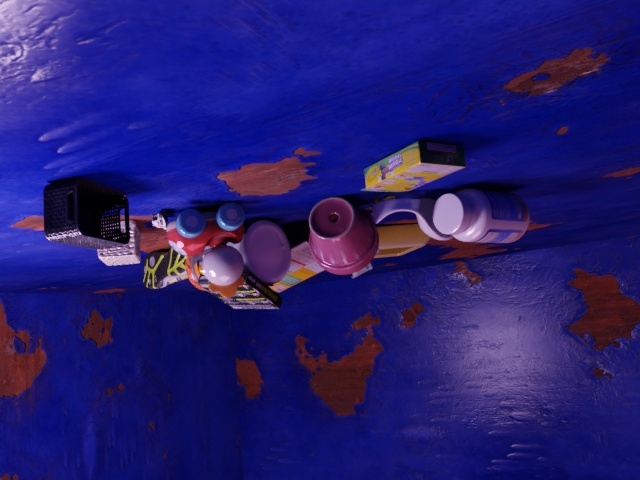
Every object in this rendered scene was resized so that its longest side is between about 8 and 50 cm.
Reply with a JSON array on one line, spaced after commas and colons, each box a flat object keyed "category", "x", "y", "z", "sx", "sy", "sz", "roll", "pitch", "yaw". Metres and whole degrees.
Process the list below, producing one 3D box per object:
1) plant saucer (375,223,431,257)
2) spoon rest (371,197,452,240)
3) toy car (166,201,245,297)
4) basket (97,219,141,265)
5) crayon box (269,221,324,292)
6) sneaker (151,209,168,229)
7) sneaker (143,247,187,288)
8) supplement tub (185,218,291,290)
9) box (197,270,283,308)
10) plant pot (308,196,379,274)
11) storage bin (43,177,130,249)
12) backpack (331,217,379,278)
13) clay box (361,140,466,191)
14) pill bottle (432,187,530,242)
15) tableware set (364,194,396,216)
[{"category": "plant saucer", "x": 0.246, "y": 0.012, "z": 2.121, "sx": 0.332, "sy": 0.081, "sz": 0.332, "roll": -4, "pitch": 171, "yaw": -16}, {"category": "spoon rest", "x": 0.281, "y": -0.070, "z": 1.553, "sx": 0.276, "sy": 0.137, "sz": 0.084, "roll": 7, "pitch": 149, "yaw": -31}, {"category": "toy car", "x": -0.294, "y": 0.043, "z": 1.489, "sx": 0.210, "sy": 0.238, "sz": 0.219, "roll": -12, "pitch": 173, "yaw": -23}, {"category": "basket", "x": -0.581, "y": 0.010, "z": 1.580, "sx": 0.113, "sy": 0.103, "sz": 0.167, "roll": -4, "pitch": 170, "yaw": -13}, {"category": "crayon box", "x": -0.102, "y": 0.065, "z": 1.888, "sx": 0.322, "sy": 0.083, "sz": 0.203, "roll": -29, "pitch": 144, "yaw": 32}, {"category": "sneaker", "x": -0.435, "y": -0.055, "z": 1.479, "sx": 0.043, "sy": 0.040, "sz": 0.109, "roll": 8, "pitch": 162, "yaw": -14}, {"category": "sneaker", "x": -0.530, "y": 0.100, "z": 2.031, "sx": 0.384, "sy": 0.145, "sz": 0.147, "roll": -12, "pitch": 168, "yaw": 42}, {"category": "supplement tub", "x": -0.272, "y": 0.061, "z": 1.752, "sx": 0.337, "sy": 0.207, "sz": 0.207, "roll": -15, "pitch": 167, "yaw": 43}, {"category": "box", "x": -0.238, "y": 0.150, "z": 1.633, "sx": 0.190, "sy": 0.045, "sz": 0.184, "roll": -5, "pitch": 145, "yaw": 33}, {"category": "plant pot", "x": 0.051, "y": -0.026, "z": 1.534, "sx": 0.201, "sy": 0.202, "sz": 0.180, "roll": -8, "pitch": 155, "yaw": 13}, {"category": "storage bin", "x": -0.504, "y": -0.053, "z": 1.193, "sx": 0.084, "sy": 0.122, "sz": 0.180, "roll": -8, "pitch": 170, "yaw": 15}, {"category": "backpack", "x": 0.101, "y": 0.021, "z": 1.726, "sx": 0.144, "sy": 0.166, "sz": 0.188, "roll": -27, "pitch": 141, "yaw": -12}, {"category": "clay box", "x": 0.193, "y": -0.155, "z": 1.203, "sx": 0.127, "sy": 0.053, "sz": 0.222, "roll": 0, "pitch": 170, "yaw": -31}, {"category": "pill bottle", "x": 0.453, "y": -0.071, "z": 1.557, "sx": 0.271, "sy": 0.153, "sz": 0.152, "roll": 2, "pitch": 168, "yaw": -34}, {"category": "tableware set", "x": 0.188, "y": -0.102, "z": 1.608, "sx": 0.103, "sy": 0.024, "sz": 0.154, "roll": -17, "pitch": 166, "yaw": 15}]
